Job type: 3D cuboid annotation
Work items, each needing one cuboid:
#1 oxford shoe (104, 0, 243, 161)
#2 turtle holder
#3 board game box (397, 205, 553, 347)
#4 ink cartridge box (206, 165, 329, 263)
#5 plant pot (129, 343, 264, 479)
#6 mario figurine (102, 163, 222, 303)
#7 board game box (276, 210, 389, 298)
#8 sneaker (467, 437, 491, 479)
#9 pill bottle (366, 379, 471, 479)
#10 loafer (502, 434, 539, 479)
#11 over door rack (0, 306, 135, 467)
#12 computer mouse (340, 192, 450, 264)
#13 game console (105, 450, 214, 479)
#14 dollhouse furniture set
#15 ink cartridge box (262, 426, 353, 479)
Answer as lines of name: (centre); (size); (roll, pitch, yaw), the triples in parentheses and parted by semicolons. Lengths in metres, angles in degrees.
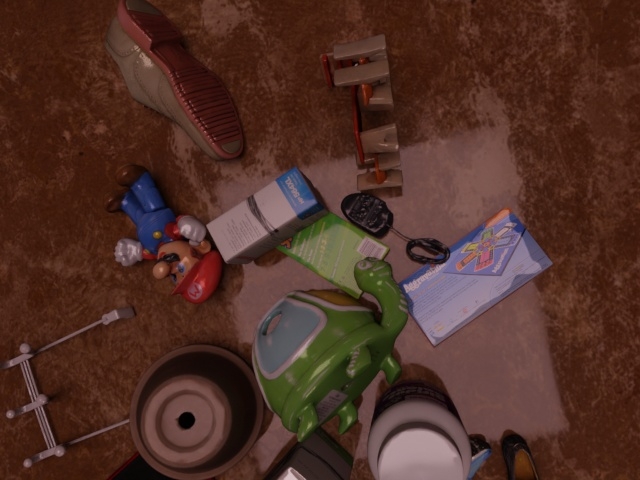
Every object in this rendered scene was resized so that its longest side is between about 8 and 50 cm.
oxford shoe: (-0.312, -0.318, 1.164); (0.146, 0.140, 0.397); (-37, 86, 35)
turtle holder: (0.010, 0.186, 0.997); (0.227, 0.243, 0.320); (44, 119, 31)
board game box: (0.296, 0.072, 1.076); (0.281, 0.027, 0.145); (-36, 83, 4)
ink cartridge box: (-0.097, -0.042, 1.048); (0.203, 0.148, 0.086); (-31, 82, 5)
plant pot: (-0.236, 0.318, 1.000); (0.263, 0.229, 0.263); (1, 78, -5)
mario figurine: (-0.329, -0.002, 1.091); (0.170, 0.198, 0.320); (-38, 76, -18)
board game box: (0.000, 0.000, 1.120); (0.259, 0.039, 0.124); (32, 91, 8)
sneaker: (0.269, 0.449, 1.044); (0.073, 0.063, 0.162); (43, 97, -9)
pill bottle: (0.167, 0.346, 0.934); (0.169, 0.301, 0.169); (-1, 85, 8)
loafer: (0.382, 0.456, 1.016); (0.062, 0.061, 0.170); (-18, 84, 5)
over door rack: (-0.513, 0.305, 1.133); (0.324, 0.108, 0.239); (-23, 83, 6)
computer mouse: (0.148, -0.022, 1.094); (0.242, 0.041, 0.071); (33, 85, 12)
game console: (-0.317, 0.638, 1.111); (0.342, 0.060, 0.386); (-43, 81, 6)
dollhouse furniture set: (0.070, -0.261, 1.038); (0.135, 0.262, 0.259); (-7, 51, 9)
ink cartridge box: (-0.053, 0.466, 0.970); (0.115, 0.273, 0.198); (42, 92, 9)
